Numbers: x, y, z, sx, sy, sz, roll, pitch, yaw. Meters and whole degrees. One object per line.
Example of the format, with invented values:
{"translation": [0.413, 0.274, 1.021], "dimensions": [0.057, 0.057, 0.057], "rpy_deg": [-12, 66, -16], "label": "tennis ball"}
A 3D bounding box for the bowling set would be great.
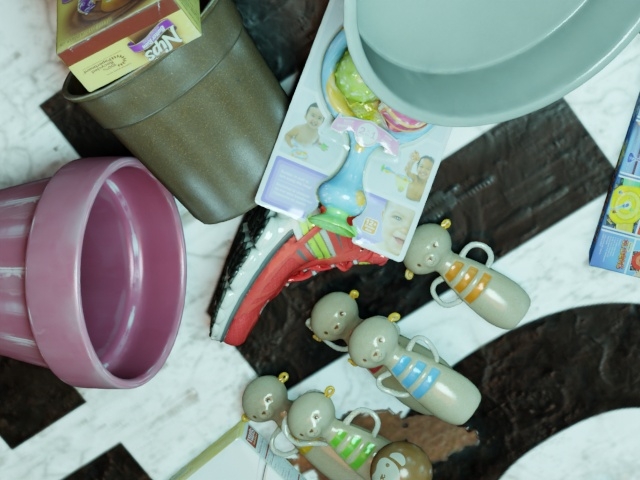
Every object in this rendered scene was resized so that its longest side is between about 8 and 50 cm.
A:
{"translation": [0.049, 0.126, 1.713], "dimensions": [0.154, 0.200, 0.287], "rpy_deg": [35, 109, -7], "label": "bowling set"}

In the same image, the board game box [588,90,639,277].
{"translation": [0.324, -0.055, 1.684], "dimensions": [0.136, 0.035, 0.201], "rpy_deg": [15, 114, 0], "label": "board game box"}

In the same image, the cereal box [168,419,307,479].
{"translation": [-0.055, 0.308, 1.878], "dimensions": [0.173, 0.047, 0.240], "rpy_deg": [-41, 103, 19], "label": "cereal box"}

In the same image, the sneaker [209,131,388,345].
{"translation": [0.000, 0.000, 1.712], "dimensions": [0.118, 0.107, 0.279], "rpy_deg": [32, 113, -13], "label": "sneaker"}

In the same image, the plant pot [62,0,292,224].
{"translation": [-0.101, -0.114, 1.650], "dimensions": [0.167, 0.167, 0.165], "rpy_deg": [-31, 114, 18], "label": "plant pot"}

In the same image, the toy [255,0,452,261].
{"translation": [0.052, -0.116, 1.614], "dimensions": [0.137, 0.056, 0.237], "rpy_deg": [22, 85, -11], "label": "toy"}

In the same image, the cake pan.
{"translation": [0.139, -0.218, 1.448], "dimensions": [0.293, 0.054, 0.293], "rpy_deg": [-17, 135, -18], "label": "cake pan"}

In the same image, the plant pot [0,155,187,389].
{"translation": [-0.240, 0.027, 1.713], "dimensions": [0.180, 0.201, 0.201], "rpy_deg": [1, 114, 23], "label": "plant pot"}

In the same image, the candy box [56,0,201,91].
{"translation": [-0.158, -0.216, 1.589], "dimensions": [0.109, 0.186, 0.053], "rpy_deg": [-25, 130, 16], "label": "candy box"}
